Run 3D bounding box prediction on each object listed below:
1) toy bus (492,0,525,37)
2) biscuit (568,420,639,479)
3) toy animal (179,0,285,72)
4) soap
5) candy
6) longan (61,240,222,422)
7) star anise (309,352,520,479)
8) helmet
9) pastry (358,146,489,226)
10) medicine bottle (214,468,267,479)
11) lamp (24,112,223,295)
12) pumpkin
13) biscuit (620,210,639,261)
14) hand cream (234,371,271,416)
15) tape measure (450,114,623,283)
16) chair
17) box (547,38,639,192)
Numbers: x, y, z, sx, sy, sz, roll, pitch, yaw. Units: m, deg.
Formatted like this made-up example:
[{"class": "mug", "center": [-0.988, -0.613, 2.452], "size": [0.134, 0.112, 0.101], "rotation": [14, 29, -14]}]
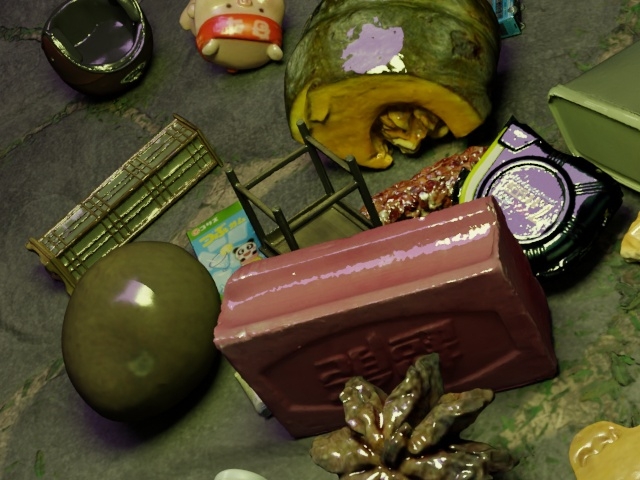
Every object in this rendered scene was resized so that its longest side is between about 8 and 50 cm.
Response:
[{"class": "toy bus", "center": [0.290, -0.354, 2.048], "size": [0.046, 0.038, 0.083], "rotation": [-16, 42, 22]}, {"class": "biscuit", "center": [0.385, 0.255, 1.372], "size": [0.355, 0.052, 0.275], "rotation": [-39, 41, -6]}, {"class": "toy animal", "center": [-0.149, -0.371, 2.254], "size": [0.171, 0.171, 0.197], "rotation": [-33, 33, 0]}, {"class": "soap", "center": [0.078, 0.097, 1.584], "size": [0.359, 0.233, 0.128], "rotation": [-16, 45, 19]}, {"class": "candy", "center": [-0.118, 0.033, 1.901], "size": [0.097, 0.062, 0.194], "rotation": [-32, 41, 2]}, {"class": "longan", "center": [-0.240, 0.122, 1.767], "size": [0.248, 0.248, 0.248], "rotation": [-18, 42, 17]}, {"class": "star anise", "center": [0.091, 0.237, 1.469], "size": [0.223, 0.109, 0.236], "rotation": [26, 87, 29]}, {"class": "helmet", "center": [-0.398, -0.356, 2.364], "size": [0.189, 0.193, 0.216], "rotation": [-42, 55, -15]}, {"class": "pastry", "center": [0.148, -0.048, 1.785], "size": [0.208, 0.097, 0.115], "rotation": [-29, 28, 0]}, {"class": "medicine bottle", "center": [-0.104, 0.345, 1.567], "size": [0.080, 0.080, 0.130], "rotation": [-7, 47, 27]}, {"class": "lamp", "center": [-0.310, -0.060, 2.094], "size": [0.325, 0.089, 0.090], "rotation": [-43, 42, -13]}, {"class": "pumpkin", "center": [0.101, -0.254, 1.906], "size": [0.303, 0.256, 0.225], "rotation": [-24, 42, 34]}, {"class": "biscuit", "center": [0.526, -0.024, 1.568], "size": [0.309, 0.040, 0.204], "rotation": [14, 58, 40]}, {"class": "hand cream", "center": [-0.085, 0.198, 1.750], "size": [0.035, 0.022, 0.102], "rotation": [-33, 35, -1]}, {"class": "tape measure", "center": [0.262, -0.038, 1.675], "size": [0.199, 0.112, 0.186], "rotation": [35, 81, 28]}, {"class": "chair", "center": [0.000, 0.000, 1.717], "size": [0.141, 0.260, 0.154], "rotation": [-35, 40, -13]}, {"class": "box", "center": [0.433, -0.165, 1.670], "size": [0.178, 0.138, 0.274], "rotation": [-35, 29, -9]}]
